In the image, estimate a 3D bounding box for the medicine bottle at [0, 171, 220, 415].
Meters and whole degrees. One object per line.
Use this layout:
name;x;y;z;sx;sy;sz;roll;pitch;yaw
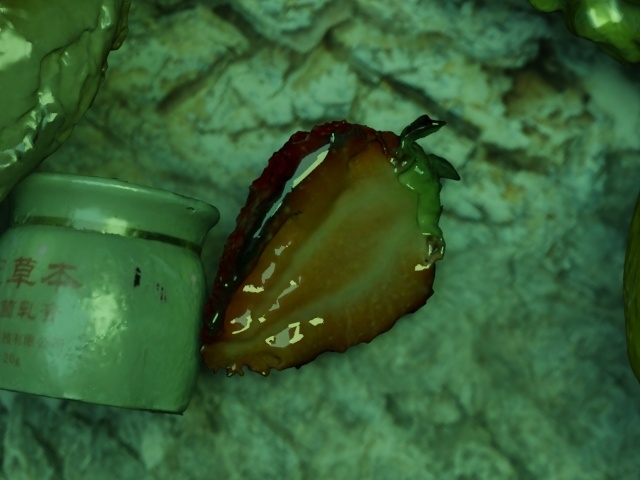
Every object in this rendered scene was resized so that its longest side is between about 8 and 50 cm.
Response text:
medicine bottle;-0.142;0.033;0.883;0.147;0.147;0.143;6;83;15

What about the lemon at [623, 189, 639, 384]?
lemon;0.288;0.007;0.726;0.260;0.260;0.284;41;98;16

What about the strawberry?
strawberry;0.003;-0.002;0.877;0.140;0.085;0.192;16;102;-26

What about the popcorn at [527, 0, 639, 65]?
popcorn;0.192;-0.191;0.818;0.198;0.212;0.197;3;78;-16

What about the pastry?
pastry;-0.255;-0.127;0.881;0.330;0.136;0.329;-24;44;26
